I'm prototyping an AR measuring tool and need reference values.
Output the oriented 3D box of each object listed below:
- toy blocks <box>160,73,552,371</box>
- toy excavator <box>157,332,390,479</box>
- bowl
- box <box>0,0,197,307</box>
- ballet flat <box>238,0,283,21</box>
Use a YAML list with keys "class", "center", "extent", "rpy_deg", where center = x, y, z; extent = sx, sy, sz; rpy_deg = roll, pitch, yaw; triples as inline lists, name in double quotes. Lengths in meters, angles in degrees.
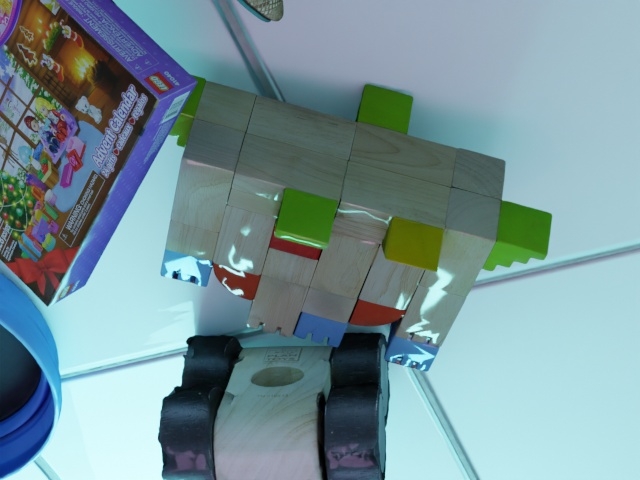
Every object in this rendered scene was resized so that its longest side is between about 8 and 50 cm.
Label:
- class: "toy blocks"
  center: [0.000, 0.000, 1.412]
  extent: [0.381, 0.191, 0.261]
  rpy_deg: [15, 144, -3]
- class: "toy excavator"
  center: [-0.026, 0.314, 1.647]
  extent: [0.222, 0.433, 0.445]
  rpy_deg: [-1, 106, 6]
- class: "bowl"
  center: [-0.480, 0.138, 1.635]
  extent: [0.391, 0.077, 0.391]
  rpy_deg: [2, 134, 2]
- class: "box"
  center: [-0.251, -0.102, 1.325]
  extent: [0.201, 0.057, 0.293]
  rpy_deg: [44, 131, 11]
- class: "ballet flat"
  center: [-0.087, -0.263, 1.218]
  extent: [0.067, 0.073, 0.206]
  rpy_deg: [-41, 124, 19]
